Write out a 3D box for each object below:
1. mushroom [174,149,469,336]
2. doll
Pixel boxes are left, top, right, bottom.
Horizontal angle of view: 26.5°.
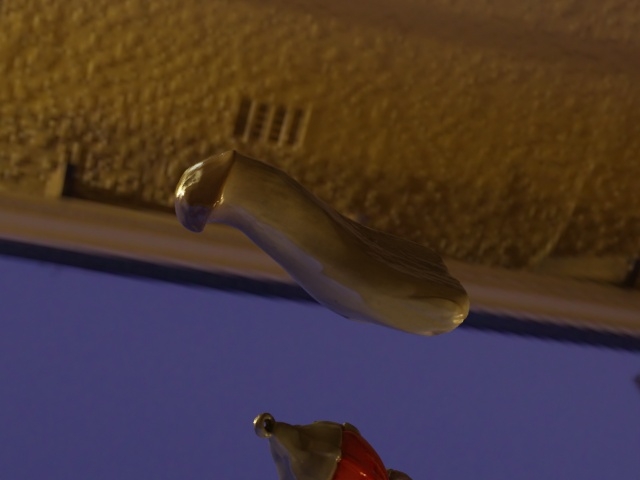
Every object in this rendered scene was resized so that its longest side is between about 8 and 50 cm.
[{"bbox_3d":[0.000,0.000,1.484,0.328,0.122,0.159,29,159,-11],"label":"mushroom"},{"bbox_3d":[0.023,0.205,1.131,0.227,0.075,0.102,39,-133,-32],"label":"doll"}]
